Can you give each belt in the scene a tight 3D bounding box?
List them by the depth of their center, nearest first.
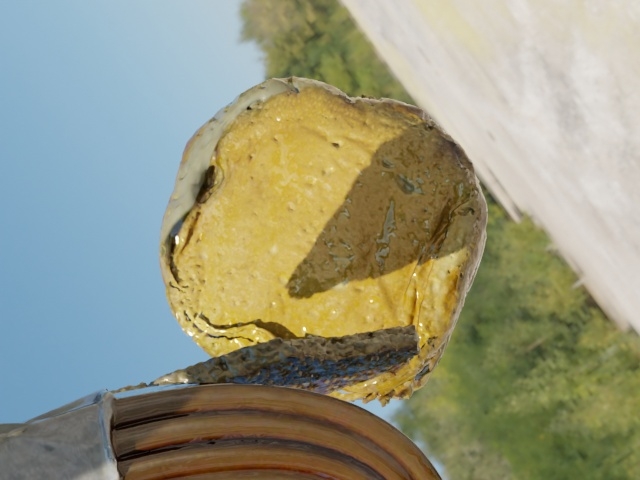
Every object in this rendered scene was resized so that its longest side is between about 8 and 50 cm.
[{"bbox_3d":[-0.102,0.177,0.523,0.122,0.339,0.217,164,92,-69],"label":"belt"}]

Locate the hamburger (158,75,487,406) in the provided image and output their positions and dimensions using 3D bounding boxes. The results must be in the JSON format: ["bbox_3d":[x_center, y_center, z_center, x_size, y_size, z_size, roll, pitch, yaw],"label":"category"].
[{"bbox_3d":[0.000,0.000,1.045,0.318,0.319,0.158,56,173,12],"label":"hamburger"}]

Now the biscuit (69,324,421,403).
[{"bbox_3d":[-0.043,0.099,0.780,0.131,0.237,0.026,71,-178,-72],"label":"biscuit"}]
